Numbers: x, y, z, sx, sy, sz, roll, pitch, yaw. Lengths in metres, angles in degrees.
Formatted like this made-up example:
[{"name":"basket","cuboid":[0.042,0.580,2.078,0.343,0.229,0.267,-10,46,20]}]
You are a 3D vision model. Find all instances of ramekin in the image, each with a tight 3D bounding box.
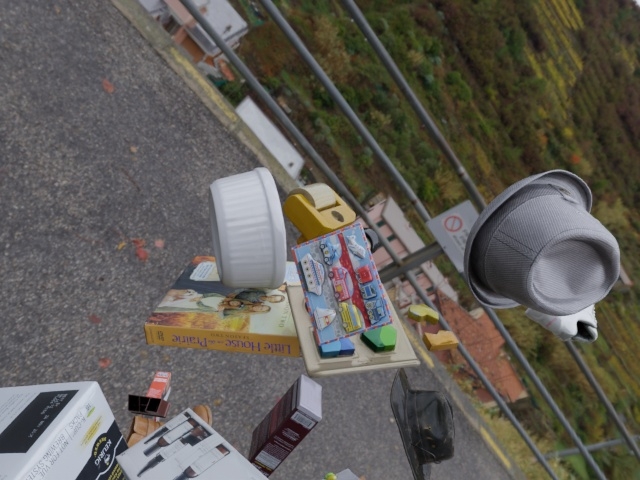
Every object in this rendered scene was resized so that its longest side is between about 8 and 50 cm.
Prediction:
[{"name":"ramekin","cuboid":[-0.168,-0.019,0.971,0.127,0.273,0.273,-8,64,-17]}]

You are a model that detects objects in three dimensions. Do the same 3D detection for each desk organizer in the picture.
[{"name":"desk organizer","cuboid":[-0.532,0.506,1.358,0.050,0.130,0.047,66,30,-50]}]

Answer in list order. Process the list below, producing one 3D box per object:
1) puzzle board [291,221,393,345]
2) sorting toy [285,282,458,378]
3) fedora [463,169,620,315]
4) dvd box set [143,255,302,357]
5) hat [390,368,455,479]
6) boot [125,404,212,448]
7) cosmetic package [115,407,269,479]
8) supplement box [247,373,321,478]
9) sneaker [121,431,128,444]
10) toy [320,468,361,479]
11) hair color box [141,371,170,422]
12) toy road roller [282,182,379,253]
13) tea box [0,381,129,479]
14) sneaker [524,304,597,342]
[{"name":"puzzle board","cuboid":[0.023,0.052,0.539,0.011,0.096,0.128,32,39,-70]},{"name":"sorting toy","cuboid":[0.101,0.151,0.854,0.306,0.041,0.229,-1,38,-18]},{"name":"fedora","cuboid":[0.352,0.028,0.667,0.275,0.244,0.124,23,16,-33]},{"name":"dvd box set","cuboid":[-0.145,0.143,1.039,0.308,0.419,0.062,-73,165,-62]},{"name":"hat","cuboid":[0.306,0.508,1.231,0.331,0.133,0.332,-16,90,-70]},{"name":"boot","cuboid":[-0.445,0.562,1.289,0.220,0.109,0.284,30,26,-16]},{"name":"cosmetic package","cuboid":[-0.116,0.266,0.453,0.098,0.238,0.061,-30,116,-35]},{"name":"supplement box","cuboid":[-0.093,0.483,1.157,0.073,0.239,0.130,36,16,-11]},{"name":"sneaker","cuboid":[-0.590,0.667,1.296,0.086,0.064,0.192,-49,135,-70]},{"name":"toy","cuboid":[0.062,0.766,1.342,0.136,0.237,0.056,-14,83,-16]},{"name":"hair color box","cuboid":[-0.574,0.553,1.557,0.053,0.093,0.167,7,24,-6]},{"name":"toy road roller","cuboid":[0.000,0.000,1.432,0.330,0.241,0.202,50,33,11]},{"name":"tea box","cuboid":[-0.425,0.430,0.600,0.329,0.219,0.324,-74,154,-66]},{"name":"sneaker","cuboid":[0.516,0.154,0.902,0.232,0.090,0.115,-9,52,-36]}]
